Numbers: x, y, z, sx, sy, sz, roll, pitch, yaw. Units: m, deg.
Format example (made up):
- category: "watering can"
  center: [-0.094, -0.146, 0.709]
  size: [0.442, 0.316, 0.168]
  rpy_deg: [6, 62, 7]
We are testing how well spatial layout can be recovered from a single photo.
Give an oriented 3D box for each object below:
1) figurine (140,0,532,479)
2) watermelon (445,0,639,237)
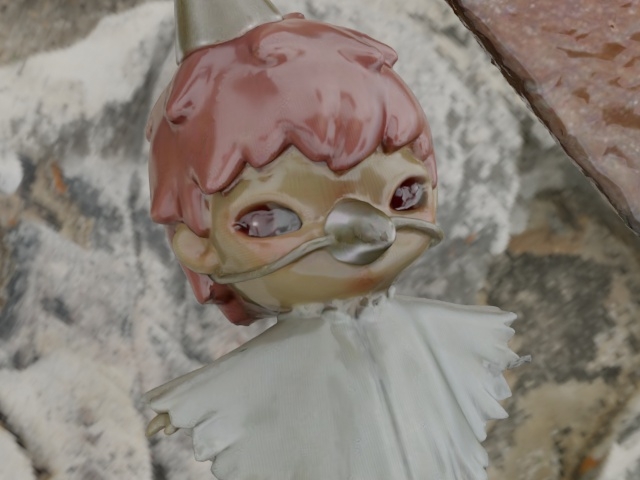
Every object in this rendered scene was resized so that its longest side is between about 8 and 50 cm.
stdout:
- category: "figurine"
  center: [0.000, 0.000, 0.727]
  size: [0.207, 0.166, 0.387]
  rpy_deg: [-12, 89, -18]
- category: "watermelon"
  center: [0.099, -0.129, 0.501]
  size: [0.256, 0.193, 0.140]
  rpy_deg: [30, 19, -31]
